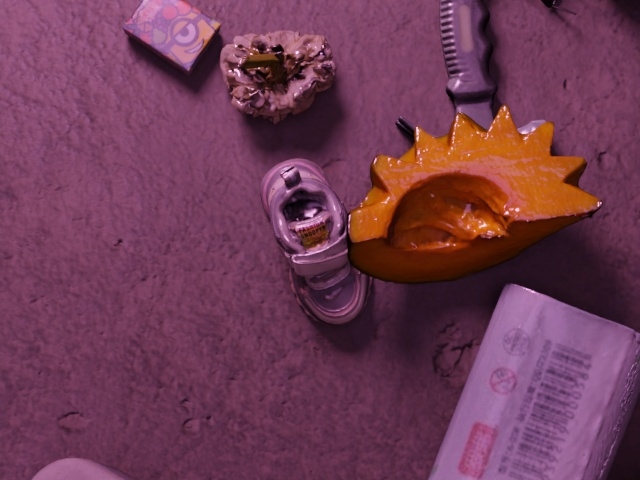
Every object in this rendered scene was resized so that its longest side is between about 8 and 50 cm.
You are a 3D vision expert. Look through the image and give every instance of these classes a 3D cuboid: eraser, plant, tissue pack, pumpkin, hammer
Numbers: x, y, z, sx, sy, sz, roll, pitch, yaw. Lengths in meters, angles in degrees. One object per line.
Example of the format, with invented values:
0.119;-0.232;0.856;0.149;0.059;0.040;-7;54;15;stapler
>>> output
0.229;0.179;1.543;0.174;0.081;0.227;22;86;-6;eraser
-0.047;-0.180;1.524;0.116;0.122;0.104;-28;78;3;plant
-0.153;-0.219;1.558;0.083;0.035;0.063;34;87;0;tissue pack
0.140;-0.043;1.534;0.254;0.149;0.130;-10;69;-5;pumpkin
0.156;-0.196;1.572;0.159;0.041;0.226;-2;89;-5;hammer

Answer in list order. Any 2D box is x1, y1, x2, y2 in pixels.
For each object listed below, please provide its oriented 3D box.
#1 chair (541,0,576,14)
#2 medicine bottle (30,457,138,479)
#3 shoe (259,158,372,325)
0.239;-0.269;1.585;0.086;0.042;0.037;31;87;35;chair
-0.241;0.414;1.447;0.282;0.123;0.375;27;87;30;medicine bottle
0.000;0.000;1.529;0.089;0.092;0.180;-22;90;-3;shoe
